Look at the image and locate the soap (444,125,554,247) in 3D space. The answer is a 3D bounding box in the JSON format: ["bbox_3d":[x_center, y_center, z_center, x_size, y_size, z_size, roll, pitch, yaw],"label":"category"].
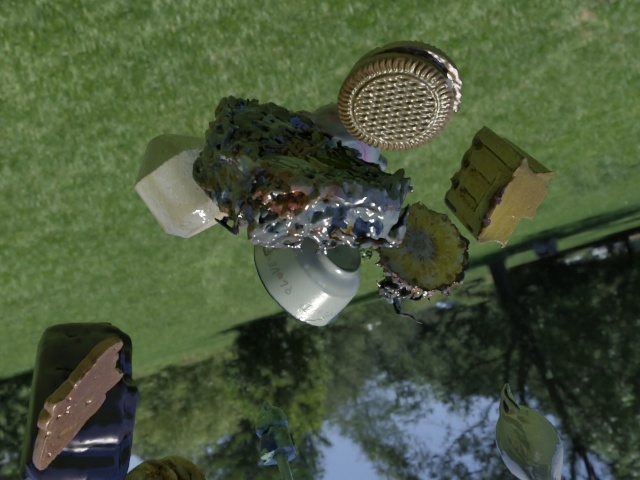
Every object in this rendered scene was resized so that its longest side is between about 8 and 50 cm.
[{"bbox_3d":[0.468,-0.145,2.247,0.143,0.259,0.281,19,-159,-24],"label":"soap"}]

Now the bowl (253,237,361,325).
[{"bbox_3d":[-0.005,0.041,1.662,0.126,0.237,0.238,-36,165,31],"label":"bowl"}]

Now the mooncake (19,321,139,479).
[{"bbox_3d":[-0.485,0.339,1.659,0.212,0.350,0.381,2,176,-21],"label":"mooncake"}]

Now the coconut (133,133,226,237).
[{"bbox_3d":[-0.281,-0.126,1.733,0.202,0.222,0.202,-34,-178,2],"label":"coconut"}]

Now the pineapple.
[{"bbox_3d":[0.229,0.074,2.158,0.262,0.262,0.271,-14,158,-21],"label":"pineapple"}]

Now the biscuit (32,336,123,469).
[{"bbox_3d":[-0.376,0.249,1.270,0.250,0.035,0.162,-59,160,10],"label":"biscuit"}]

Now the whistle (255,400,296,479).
[{"bbox_3d":[-0.113,0.515,2.109,0.092,0.244,0.110,-15,143,-5],"label":"whistle"}]

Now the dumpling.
[{"bbox_3d":[0.609,0.606,2.404,0.181,0.341,0.260,-42,151,-10],"label":"dumpling"}]

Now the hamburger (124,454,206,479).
[{"bbox_3d":[-0.359,0.662,1.919,0.174,0.304,0.284,4,141,-50],"label":"hamburger"}]

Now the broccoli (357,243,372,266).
[{"bbox_3d":[-0.004,0.033,2.280,0.254,0.186,0.302,-37,-158,-9],"label":"broccoli"}]

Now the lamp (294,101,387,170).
[{"bbox_3d":[0.041,-0.210,2.033,0.247,0.247,0.301,9,141,1],"label":"lamp"}]

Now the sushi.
[{"bbox_3d":[-0.023,-0.107,1.474,0.417,0.175,0.417,19,-161,-7],"label":"sushi"}]

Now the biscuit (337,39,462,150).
[{"bbox_3d":[0.163,-0.293,1.703,0.259,0.079,0.259,3,137,2],"label":"biscuit"}]
